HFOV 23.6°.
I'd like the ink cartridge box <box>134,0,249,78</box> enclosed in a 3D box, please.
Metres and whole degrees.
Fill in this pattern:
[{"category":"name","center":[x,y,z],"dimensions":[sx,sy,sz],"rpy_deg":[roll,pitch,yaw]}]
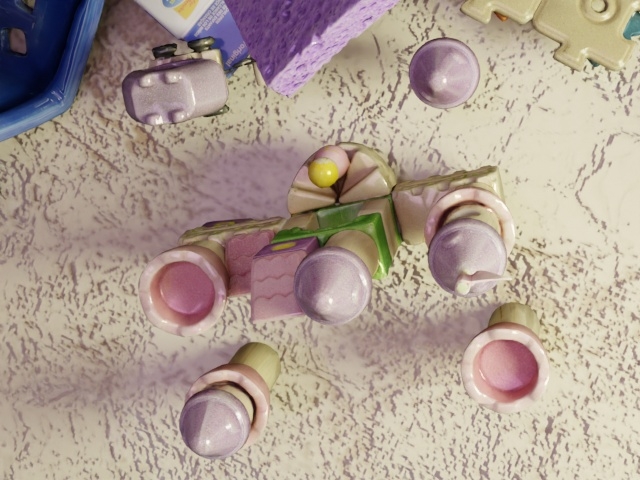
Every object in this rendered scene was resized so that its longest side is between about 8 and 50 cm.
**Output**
[{"category":"ink cartridge box","center":[-0.125,-0.297,1.255],"dimensions":[0.311,0.065,0.186],"rpy_deg":[43,98,10]}]

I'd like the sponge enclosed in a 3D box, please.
[{"category":"sponge","center":[-0.024,-0.212,1.126],"dimensions":[0.117,0.031,0.210],"rpy_deg":[-41,50,19]}]

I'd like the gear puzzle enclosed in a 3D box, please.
[{"category":"gear puzzle","center":[0.115,-0.262,1.192],"dimensions":[0.338,0.044,0.175],"rpy_deg":[28,79,5]}]

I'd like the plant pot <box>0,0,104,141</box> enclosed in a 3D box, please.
[{"category":"plant pot","center":[-0.317,-0.214,1.187],"dimensions":[0.212,0.236,0.236],"rpy_deg":[36,127,18]}]

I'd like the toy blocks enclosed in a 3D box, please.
[{"category":"toy blocks","center":[0.000,0.000,1.106],"dimensions":[0.288,0.260,0.309],"rpy_deg":[-10,101,13]}]
